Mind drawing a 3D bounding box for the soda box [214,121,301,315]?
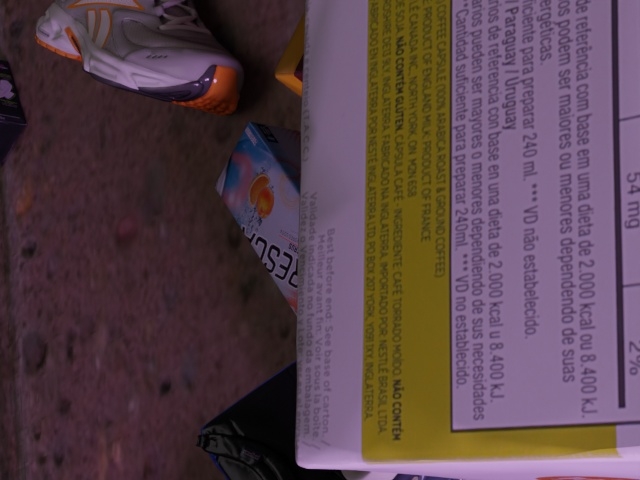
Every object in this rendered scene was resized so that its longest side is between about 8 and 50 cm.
[{"bbox_3d":[0.000,0.000,1.111,0.058,0.063,0.183,-61,41,25],"label":"soda box"}]

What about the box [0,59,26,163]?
[{"bbox_3d":[-0.312,-0.120,1.564,0.062,0.052,0.083,-49,46,34],"label":"box"}]

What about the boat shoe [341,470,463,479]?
[{"bbox_3d":[0.100,0.035,0.951,0.254,0.079,0.095,-65,23,-2],"label":"boat shoe"}]

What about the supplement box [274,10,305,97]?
[{"bbox_3d":[0.114,-0.132,0.877,0.194,0.129,0.191,4,64,54],"label":"supplement box"}]

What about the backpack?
[{"bbox_3d":[0.001,0.145,1.050,0.098,0.101,0.120,-37,72,-1],"label":"backpack"}]

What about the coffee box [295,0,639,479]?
[{"bbox_3d":[0.222,-0.080,0.598,0.334,0.337,0.338,-11,74,51],"label":"coffee box"}]

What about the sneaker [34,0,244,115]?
[{"bbox_3d":[-0.134,-0.178,1.303,0.262,0.099,0.121,31,104,50],"label":"sneaker"}]
